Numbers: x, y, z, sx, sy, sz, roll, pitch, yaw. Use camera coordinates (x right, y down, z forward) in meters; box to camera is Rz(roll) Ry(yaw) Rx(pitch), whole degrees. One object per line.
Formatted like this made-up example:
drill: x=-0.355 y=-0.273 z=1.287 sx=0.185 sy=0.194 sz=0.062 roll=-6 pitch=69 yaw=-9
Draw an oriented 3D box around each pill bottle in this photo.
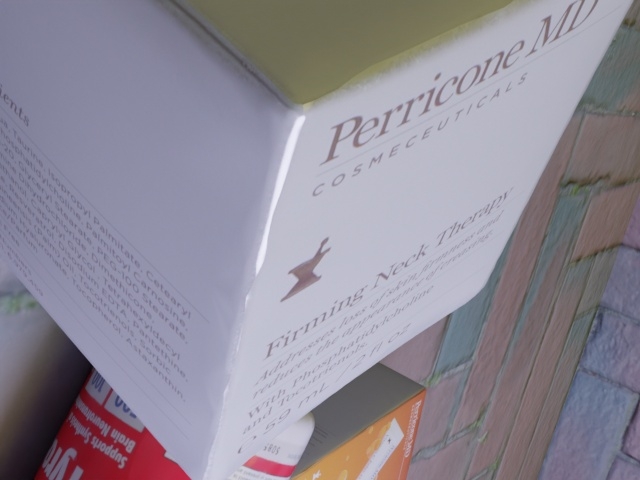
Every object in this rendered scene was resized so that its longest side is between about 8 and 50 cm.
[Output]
pill bottle: x=-0.192 y=0.302 z=0.980 sx=0.408 sy=0.229 sz=0.229 roll=-63 pitch=149 yaw=-4

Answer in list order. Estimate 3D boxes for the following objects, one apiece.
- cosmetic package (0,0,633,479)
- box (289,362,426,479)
cosmetic package: x=-0.041 y=-0.107 z=0.701 sx=0.329 sy=0.327 sz=0.394 roll=-32 pitch=154 yaw=-32
box: x=-0.039 y=0.301 z=1.271 sx=0.345 sy=0.168 sz=0.215 roll=-23 pitch=129 yaw=-49
